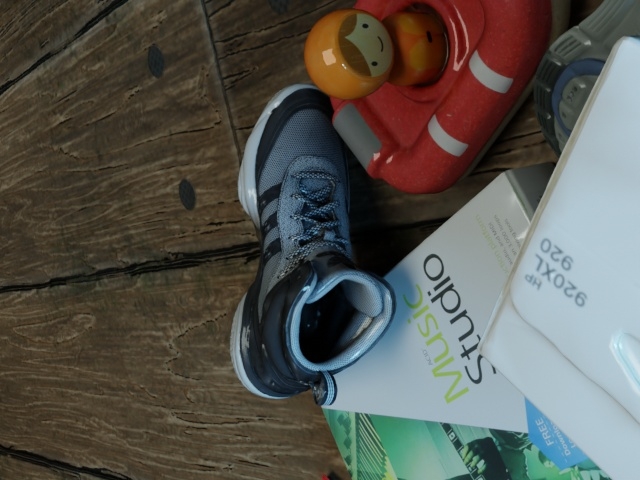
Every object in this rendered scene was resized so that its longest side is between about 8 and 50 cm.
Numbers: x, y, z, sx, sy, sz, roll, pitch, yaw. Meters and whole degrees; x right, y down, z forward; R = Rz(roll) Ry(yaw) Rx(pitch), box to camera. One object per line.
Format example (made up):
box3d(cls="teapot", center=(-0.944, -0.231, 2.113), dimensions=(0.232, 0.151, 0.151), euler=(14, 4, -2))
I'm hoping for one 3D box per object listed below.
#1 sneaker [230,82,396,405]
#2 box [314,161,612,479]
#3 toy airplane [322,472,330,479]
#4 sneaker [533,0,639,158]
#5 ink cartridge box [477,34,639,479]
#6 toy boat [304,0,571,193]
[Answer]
box3d(cls="sneaker", center=(0.000, 0.000, 0.751), dimensions=(0.153, 0.101, 0.268), euler=(-1, 83, 65))
box3d(cls="box", center=(0.114, 0.121, 0.724), dimensions=(0.322, 0.059, 0.232), euler=(-47, 61, 50))
box3d(cls="toy airplane", center=(0.047, 0.266, 0.894), dimensions=(0.151, 0.028, 0.151), euler=(22, 119, 45))
box3d(cls="sneaker", center=(0.203, -0.126, 0.494), dimensions=(0.111, 0.129, 0.297), euler=(49, 155, 28))
box3d(cls="ink cartridge box", center=(0.224, 0.012, 0.403), dimensions=(0.171, 0.233, 0.168), euler=(43, 133, 35))
box3d(cls="toy boat", center=(0.056, -0.133, 0.641), dimensions=(0.151, 0.151, 0.231), euler=(55, 139, 24))
